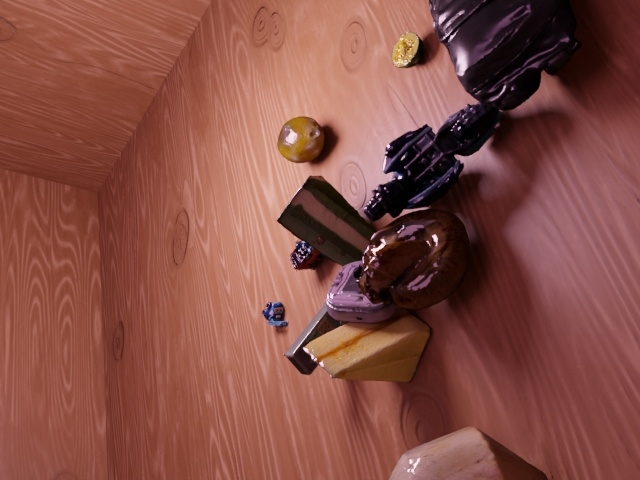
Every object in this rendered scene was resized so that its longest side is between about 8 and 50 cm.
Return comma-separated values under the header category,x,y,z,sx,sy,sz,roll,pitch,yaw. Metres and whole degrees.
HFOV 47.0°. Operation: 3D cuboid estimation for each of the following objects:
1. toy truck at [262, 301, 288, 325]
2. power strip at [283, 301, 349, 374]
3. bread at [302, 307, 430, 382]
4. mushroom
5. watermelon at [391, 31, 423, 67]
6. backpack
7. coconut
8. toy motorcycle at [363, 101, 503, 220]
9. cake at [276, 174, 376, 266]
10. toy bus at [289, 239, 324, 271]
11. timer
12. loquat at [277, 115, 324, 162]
category,x,y,z,sx,sy,sz,roll,pitch,yaw
toy truck,-0.142,0.246,2.373,0.090,0.056,0.073,55,128,33
power strip,0.009,0.288,2.050,0.216,0.145,0.061,-49,23,-28
bread,0.117,0.242,1.806,0.167,0.264,0.163,34,108,49
mushroom,0.215,0.057,1.752,0.195,0.283,0.263,75,169,-47
watermelon,0.251,-0.529,2.073,0.105,0.062,0.106,-23,58,42
backpack,0.419,-0.491,1.652,0.363,0.254,0.446,-41,33,40
coconut,0.295,0.512,1.441,0.328,0.328,0.329,-26,58,49
toy motorcycle,0.277,-0.197,1.808,0.416,0.232,0.172,-45,78,21
cake,0.037,-0.052,2.101,0.158,0.283,0.172,-52,7,16
toy bus,0.000,0.000,2.212,0.235,0.096,0.074,-51,47,31
timer,0.118,0.127,1.896,0.190,0.069,0.208,1,37,24
loquat,-0.059,-0.327,2.381,0.195,0.152,0.152,-10,69,63
